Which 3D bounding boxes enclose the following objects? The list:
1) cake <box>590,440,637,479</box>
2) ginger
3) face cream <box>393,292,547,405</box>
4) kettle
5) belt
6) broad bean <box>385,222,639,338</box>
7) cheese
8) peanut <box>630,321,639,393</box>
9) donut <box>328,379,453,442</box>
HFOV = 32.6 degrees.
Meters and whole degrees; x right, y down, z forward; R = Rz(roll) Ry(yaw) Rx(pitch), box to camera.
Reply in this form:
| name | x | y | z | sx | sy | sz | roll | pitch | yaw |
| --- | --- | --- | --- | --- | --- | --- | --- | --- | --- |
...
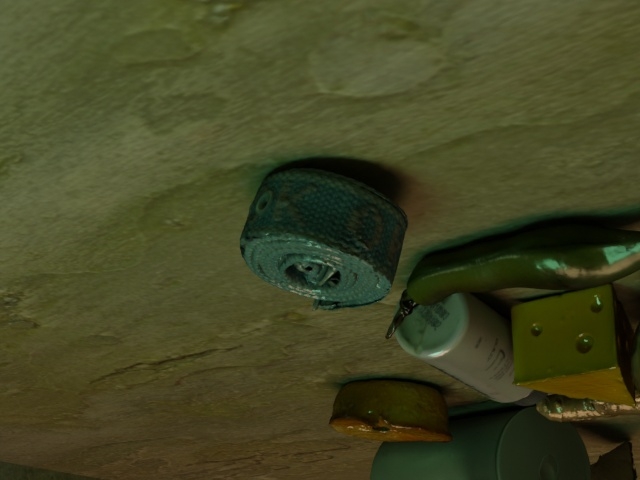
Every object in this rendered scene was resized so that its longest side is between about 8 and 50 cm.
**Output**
| name | x | y | z | sx | sy | sz | roll | pitch | yaw |
| --- | --- | --- | --- | --- | --- | --- | --- | --- | --- |
| cake | 0.483 | 0.406 | 1.768 | 0.116 | 0.086 | 0.220 | 30 | -157 | 35 |
| ginger | 0.425 | 0.218 | 1.470 | 0.288 | 0.075 | 0.089 | -8 | 152 | 40 |
| face cream | 0.192 | 0.128 | 1.242 | 0.092 | 0.092 | 0.311 | -8 | 157 | 31 |
| kettle | 0.230 | 0.392 | 1.724 | 0.265 | 0.205 | 0.318 | -23 | 180 | -38 |
| belt | 0.003 | -0.002 | 0.941 | 0.147 | 0.082 | 0.163 | 30 | 157 | -28 |
| broad bean | 0.172 | 0.026 | 1.021 | 0.325 | 0.067 | 0.075 | -14 | 122 | 46 |
| cheese | 0.305 | 0.122 | 1.192 | 0.126 | 0.093 | 0.171 | -17 | 151 | 40 |
| peanut | 0.385 | 0.104 | 1.064 | 0.147 | 0.148 | 0.319 | 3 | 157 | 6 |
| donut | 0.105 | 0.254 | 1.625 | 0.174 | 0.075 | 0.190 | 14 | 162 | -27 |
